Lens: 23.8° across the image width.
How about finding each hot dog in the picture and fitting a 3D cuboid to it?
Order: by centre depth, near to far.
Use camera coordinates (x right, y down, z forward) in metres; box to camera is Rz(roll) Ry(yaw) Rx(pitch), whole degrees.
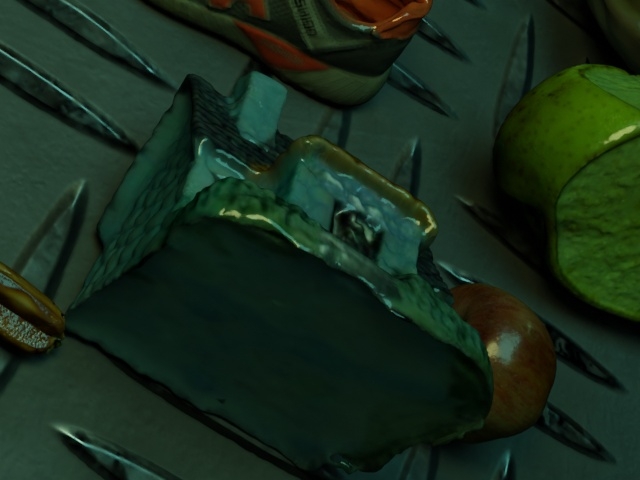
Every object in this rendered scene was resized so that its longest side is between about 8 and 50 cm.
[{"bbox_3d":[-0.224,0.037,1.032,0.122,0.049,0.037,38,10,-21],"label":"hot dog"}]

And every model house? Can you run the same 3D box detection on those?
[{"bbox_3d":[0.000,0.000,1.104,0.261,0.226,0.241,34,47,-20],"label":"model house"}]

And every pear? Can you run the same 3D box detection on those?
[{"bbox_3d":[0.275,-0.041,1.391,0.255,0.238,0.164,1,33,-12],"label":"pear"}]

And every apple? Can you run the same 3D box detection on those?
[{"bbox_3d":[0.130,0.098,1.219,0.102,0.126,0.126,35,46,-33],"label":"apple"}]

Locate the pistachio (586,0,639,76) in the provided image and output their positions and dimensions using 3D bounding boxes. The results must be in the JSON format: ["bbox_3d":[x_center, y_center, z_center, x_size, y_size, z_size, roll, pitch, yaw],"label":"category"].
[{"bbox_3d":[0.463,-0.265,1.591,0.445,0.281,0.365,-5,53,-39],"label":"pistachio"}]

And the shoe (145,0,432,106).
[{"bbox_3d":[-0.042,-0.253,1.259,0.336,0.171,0.132,33,49,-20],"label":"shoe"}]
